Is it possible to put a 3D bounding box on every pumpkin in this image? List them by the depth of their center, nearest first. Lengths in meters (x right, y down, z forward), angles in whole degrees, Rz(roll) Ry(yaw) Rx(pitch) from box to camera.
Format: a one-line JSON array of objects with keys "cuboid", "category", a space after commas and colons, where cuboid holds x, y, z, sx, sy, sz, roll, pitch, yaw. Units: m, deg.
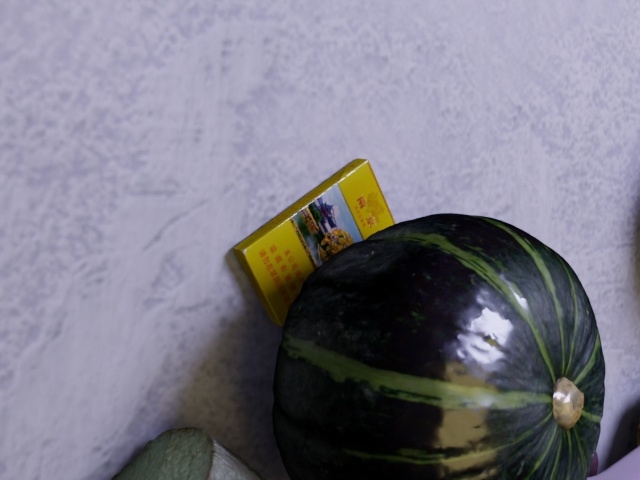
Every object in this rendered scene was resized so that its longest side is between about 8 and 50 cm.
[{"cuboid": [0.111, 0.131, 0.778, 0.323, 0.241, 0.323, -7, 100, -43], "category": "pumpkin"}]

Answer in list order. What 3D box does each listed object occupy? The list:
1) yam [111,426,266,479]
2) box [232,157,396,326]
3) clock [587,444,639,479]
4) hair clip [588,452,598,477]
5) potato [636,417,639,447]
[{"cuboid": [-0.058, 0.288, 0.713, 0.268, 0.161, 0.161, 45, 73, -12], "category": "yam"}, {"cuboid": [0.000, 0.000, 0.820, 0.155, 0.023, 0.087, -37, 115, -23], "category": "box"}, {"cuboid": [0.367, 0.417, 1.036, 0.295, 0.113, 0.322, -32, 115, -11], "category": "clock"}, {"cuboid": [0.299, 0.304, 1.080, 0.137, 0.022, 0.054, -46, 123, -18], "category": "hair clip"}, {"cuboid": [0.546, 0.253, 1.137, 0.300, 0.196, 0.246, 10, 120, 5], "category": "potato"}]
